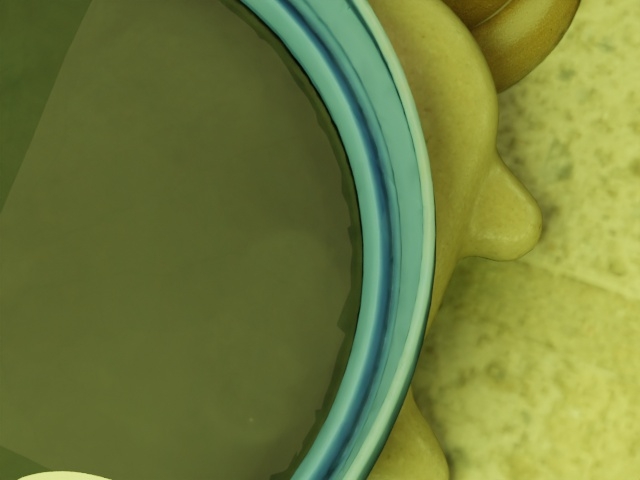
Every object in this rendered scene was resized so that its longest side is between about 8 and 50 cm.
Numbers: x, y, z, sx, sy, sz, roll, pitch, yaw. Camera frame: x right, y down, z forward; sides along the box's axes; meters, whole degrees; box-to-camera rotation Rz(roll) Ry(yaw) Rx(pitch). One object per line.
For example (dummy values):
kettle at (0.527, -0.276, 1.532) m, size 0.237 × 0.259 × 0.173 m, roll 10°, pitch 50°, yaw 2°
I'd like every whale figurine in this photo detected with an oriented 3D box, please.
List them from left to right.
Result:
whale figurine at (0.000, 0.000, 0.880) m, size 0.216 × 0.141 × 0.272 m, roll -5°, pitch 85°, yaw -8°

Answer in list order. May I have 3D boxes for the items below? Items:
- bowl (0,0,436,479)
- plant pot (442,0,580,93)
bowl at (-0.146, 0.004, 0.758) m, size 0.391 × 0.077 × 0.391 m, roll -1°, pitch 76°, yaw 3°
plant pot at (0.037, -0.176, 1.017) m, size 0.236 × 0.032 × 0.236 m, roll 0°, pitch 60°, yaw 1°
